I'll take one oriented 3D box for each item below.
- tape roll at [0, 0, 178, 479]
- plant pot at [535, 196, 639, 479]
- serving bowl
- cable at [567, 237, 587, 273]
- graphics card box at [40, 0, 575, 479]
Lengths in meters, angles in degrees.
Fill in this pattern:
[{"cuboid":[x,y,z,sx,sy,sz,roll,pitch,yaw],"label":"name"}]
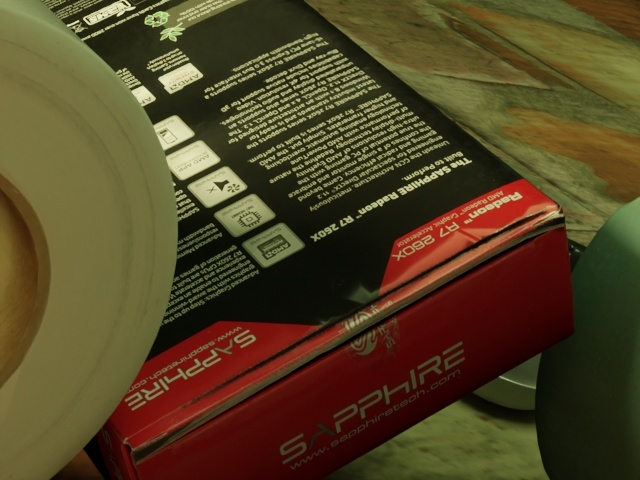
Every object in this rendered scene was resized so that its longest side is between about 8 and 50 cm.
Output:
[{"cuboid":[-0.200,-0.013,0.731,0.246,0.246,0.169,6,24,-37],"label":"tape roll"},{"cuboid":[0.286,0.110,0.830,0.341,0.341,0.334,11,14,-27],"label":"plant pot"},{"cuboid":[0.110,0.081,1.133,0.083,0.027,0.083,19,20,-7],"label":"serving bowl"},{"cuboid":[0.147,0.036,1.201,0.184,0.047,0.150,26,22,-16],"label":"cable"},{"cuboid":[-0.070,-0.023,0.947,0.233,0.094,0.371,-29,43,-17],"label":"graphics card box"}]
